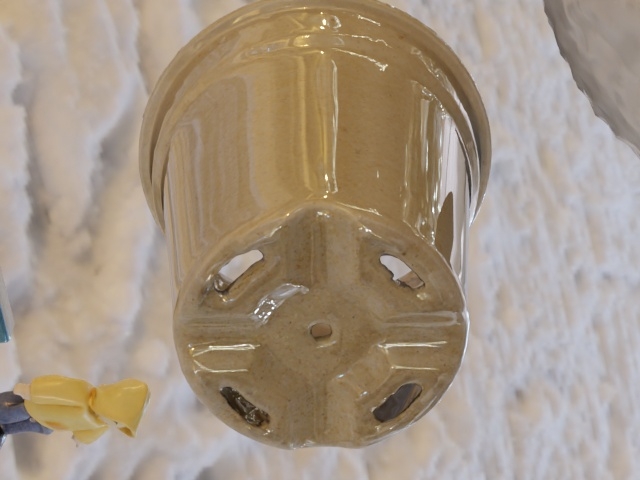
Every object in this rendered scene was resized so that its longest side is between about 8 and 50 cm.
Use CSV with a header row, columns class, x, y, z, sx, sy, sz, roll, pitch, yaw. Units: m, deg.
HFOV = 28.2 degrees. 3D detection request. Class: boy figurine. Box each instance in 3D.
class,x,y,z,sx,sy,sz,roll,pitch,yaw
boy figurine,-0.380,0.262,1.905,0.177,0.285,0.092,63,27,-49

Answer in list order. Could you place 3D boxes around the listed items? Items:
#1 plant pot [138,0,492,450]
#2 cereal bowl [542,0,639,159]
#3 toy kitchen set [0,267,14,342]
class,x,y,z,sx,sy,sz,roll,pitch,yaw
plant pot,0.000,0.000,1.072,0.305,0.334,0.334,-93,159,-60
cereal bowl,0.249,-0.095,0.441,0.339,0.339,0.141,-69,145,-51
toy kitchen set,-0.457,0.097,1.377,0.166,0.207,0.122,-95,179,-60
